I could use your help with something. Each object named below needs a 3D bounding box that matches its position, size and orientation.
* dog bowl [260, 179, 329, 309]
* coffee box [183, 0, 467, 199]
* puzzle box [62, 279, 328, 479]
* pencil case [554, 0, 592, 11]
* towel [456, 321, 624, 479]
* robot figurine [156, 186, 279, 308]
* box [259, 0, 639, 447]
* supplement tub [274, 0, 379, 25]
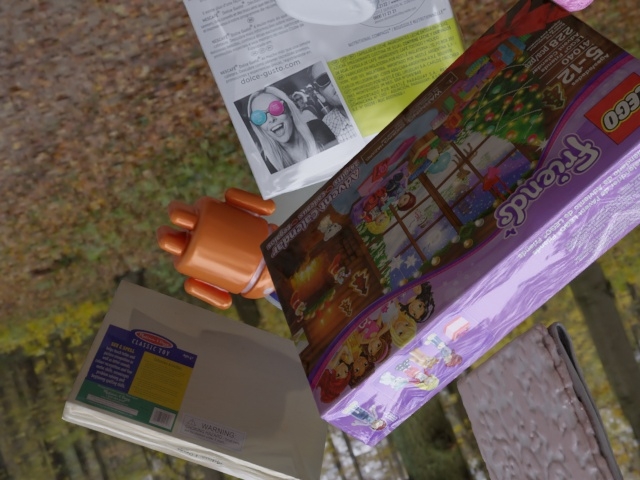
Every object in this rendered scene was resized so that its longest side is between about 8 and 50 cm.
[{"bbox_3d":[0.000,0.000,1.512,0.265,0.265,0.104,-19,168,-21],"label":"dog bowl"},{"bbox_3d":[0.033,-0.311,1.290,0.338,0.334,0.337,-17,-161,12],"label":"coffee box"},{"bbox_3d":[-0.180,0.237,1.402,0.272,0.409,0.052,-77,-169,-49],"label":"puzzle box"},{"bbox_3d":[0.223,-0.331,0.902,0.209,0.098,0.095,23,-168,-35],"label":"pencil case"},{"bbox_3d":[0.309,0.307,1.177,0.053,0.331,0.317,-11,158,-17],"label":"towel"},{"bbox_3d":[-0.138,0.010,1.311,0.219,0.158,0.128,23,150,-20],"label":"robot figurine"},{"bbox_3d":[0.094,-0.025,0.597,0.293,0.057,0.201,-43,-145,13],"label":"box"},{"bbox_3d":[0.014,-0.340,0.925,0.117,0.190,0.117,6,173,1],"label":"supplement tub"}]
